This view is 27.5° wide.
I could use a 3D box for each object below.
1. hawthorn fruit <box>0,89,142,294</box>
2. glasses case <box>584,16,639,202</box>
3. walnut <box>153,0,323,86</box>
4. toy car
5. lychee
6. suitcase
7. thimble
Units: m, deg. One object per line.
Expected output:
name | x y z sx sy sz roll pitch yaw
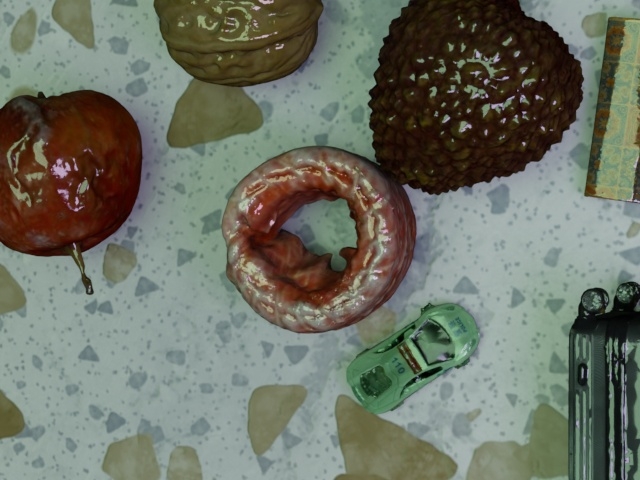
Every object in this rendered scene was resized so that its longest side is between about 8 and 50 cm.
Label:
hawthorn fruit | -0.340 -0.059 1.712 0.242 0.242 0.271 -12 87 17
glasses case | 0.370 -0.156 1.579 0.075 0.049 0.218 9 94 18
walnut | -0.098 -0.290 1.658 0.213 0.213 0.213 0 91 18
toy car | 0.115 0.147 1.663 0.186 0.058 0.093 -35 79 16
lychee | 0.167 -0.170 1.549 0.271 0.271 0.271 0 91 18
suitcase | 0.366 0.206 1.512 0.128 0.202 0.312 0 92 28
thimble | 0.000 0.000 1.645 0.239 0.162 0.239 1 94 15
